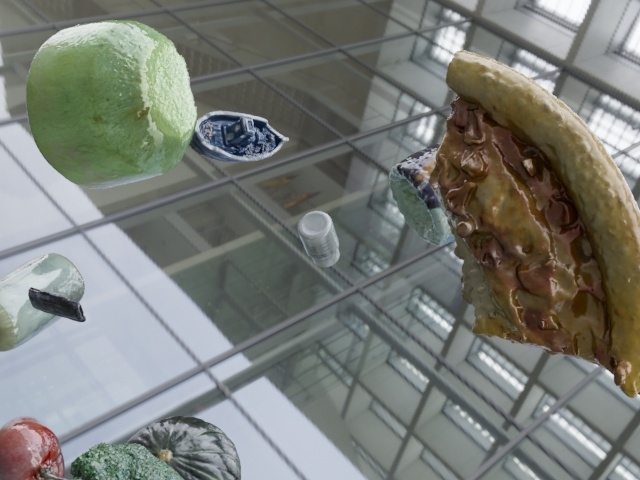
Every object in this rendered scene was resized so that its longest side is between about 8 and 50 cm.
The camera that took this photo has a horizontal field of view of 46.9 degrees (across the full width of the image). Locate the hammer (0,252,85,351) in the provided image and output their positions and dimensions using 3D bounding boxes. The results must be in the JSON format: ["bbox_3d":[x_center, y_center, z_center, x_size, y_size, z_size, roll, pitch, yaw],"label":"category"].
[{"bbox_3d":[-0.567,0.092,1.243,0.305,0.202,0.113,4,-68,24],"label":"hammer"}]

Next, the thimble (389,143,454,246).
[{"bbox_3d":[0.281,-0.107,1.795,0.237,0.150,0.237,57,-13,21],"label":"thimble"}]

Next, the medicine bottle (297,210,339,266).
[{"bbox_3d":[0.000,0.000,1.682,0.080,0.080,0.130,37,-18,32],"label":"medicine bottle"}]

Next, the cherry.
[{"bbox_3d":[-0.381,0.284,0.959,0.126,0.086,0.106,-5,-73,55],"label":"cherry"}]

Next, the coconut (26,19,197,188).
[{"bbox_3d":[-0.400,-0.251,1.390,0.328,0.281,0.329,14,-42,14],"label":"coconut"}]

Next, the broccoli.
[{"bbox_3d":[-0.315,0.441,1.104,0.270,0.270,0.270,61,-2,3],"label":"broccoli"}]

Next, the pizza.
[{"bbox_3d":[0.200,-0.011,0.692,0.182,0.074,0.366,-23,-95,20],"label":"pizza"}]

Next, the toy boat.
[{"bbox_3d":[-0.200,-0.262,1.850,0.142,0.309,0.129,-16,-100,42],"label":"toy boat"}]

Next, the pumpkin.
[{"bbox_3d":[-0.270,0.460,1.411,0.249,0.250,0.216,15,-42,45],"label":"pumpkin"}]

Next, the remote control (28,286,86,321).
[{"bbox_3d":[-0.370,0.092,1.030,0.096,0.014,0.039,12,-50,23],"label":"remote control"}]
